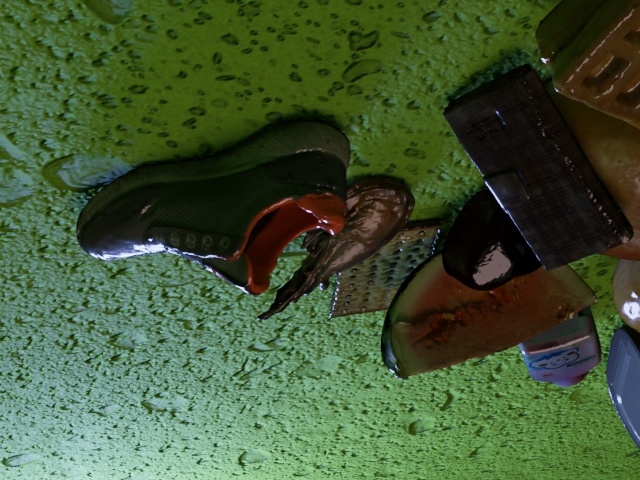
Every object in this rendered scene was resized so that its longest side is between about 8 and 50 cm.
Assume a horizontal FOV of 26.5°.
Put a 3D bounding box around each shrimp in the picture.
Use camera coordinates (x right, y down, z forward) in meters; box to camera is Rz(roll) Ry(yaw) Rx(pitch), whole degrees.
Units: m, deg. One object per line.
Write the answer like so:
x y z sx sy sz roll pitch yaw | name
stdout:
0.001 0.001 1.713 0.262 0.066 0.117 -36 130 14 | shrimp

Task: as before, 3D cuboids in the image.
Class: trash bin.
0.626 0.230 2.200 0.250 0.219 0.220 -15 146 -8 | trash bin

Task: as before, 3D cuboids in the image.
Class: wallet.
0.243 -0.078 1.520 0.124 0.042 0.230 -23 109 41 | wallet

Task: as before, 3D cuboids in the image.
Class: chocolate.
0.235 0.001 1.732 0.148 0.080 0.125 -18 125 -15 | chocolate

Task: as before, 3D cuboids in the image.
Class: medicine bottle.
0.365 0.155 2.081 0.119 0.094 0.188 -17 151 9 | medicine bottle

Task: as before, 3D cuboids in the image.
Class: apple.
0.353 -0.072 1.640 0.179 0.254 0.346 -53 148 -7 | apple

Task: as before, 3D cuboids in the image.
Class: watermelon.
0.202 0.058 1.823 0.303 0.159 0.128 -18 123 -16 | watermelon

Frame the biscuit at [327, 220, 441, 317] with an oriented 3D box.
0.083 0.041 1.858 0.139 0.016 0.231 -7 151 -8 | biscuit

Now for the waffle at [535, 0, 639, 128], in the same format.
0.383 -0.246 1.294 0.224 0.098 0.328 19 129 -34 | waffle

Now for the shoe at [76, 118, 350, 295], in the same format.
-0.113 -0.006 1.542 0.336 0.171 0.132 -18 151 12 | shoe

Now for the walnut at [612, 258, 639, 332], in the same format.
0.507 0.056 1.863 0.195 0.195 0.222 5 149 -27 | walnut
